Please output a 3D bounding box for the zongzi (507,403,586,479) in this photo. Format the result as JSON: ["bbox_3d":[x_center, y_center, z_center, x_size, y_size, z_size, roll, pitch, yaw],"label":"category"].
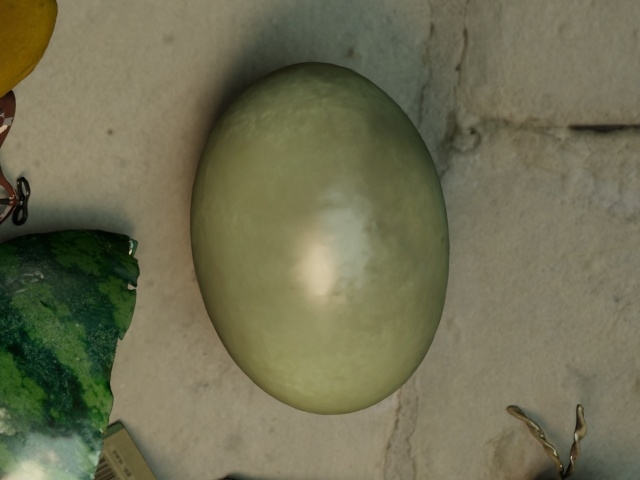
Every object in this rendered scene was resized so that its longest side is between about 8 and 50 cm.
[{"bbox_3d":[0.289,0.456,1.877,0.218,0.467,0.500,23,91,-21],"label":"zongzi"}]

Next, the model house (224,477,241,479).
[{"bbox_3d":[-0.068,0.434,1.919,0.205,0.218,0.279,-55,161,-45],"label":"model house"}]

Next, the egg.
[{"bbox_3d":[0.000,0.000,1.768,0.258,0.258,0.352,-16,104,-19],"label":"egg"}]

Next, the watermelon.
[{"bbox_3d":[-0.271,0.167,1.670,0.319,0.222,0.292,-3,116,-42],"label":"watermelon"}]

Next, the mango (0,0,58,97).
[{"bbox_3d":[-0.409,-0.182,1.593,0.365,0.182,0.253,-15,106,-18],"label":"mango"}]

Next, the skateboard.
[{"bbox_3d":[-0.316,-0.073,1.732,0.080,0.067,0.151,2,106,-34],"label":"skateboard"}]

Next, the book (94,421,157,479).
[{"bbox_3d":[-0.269,0.331,1.783,0.282,0.025,0.215,-28,68,-15],"label":"book"}]
